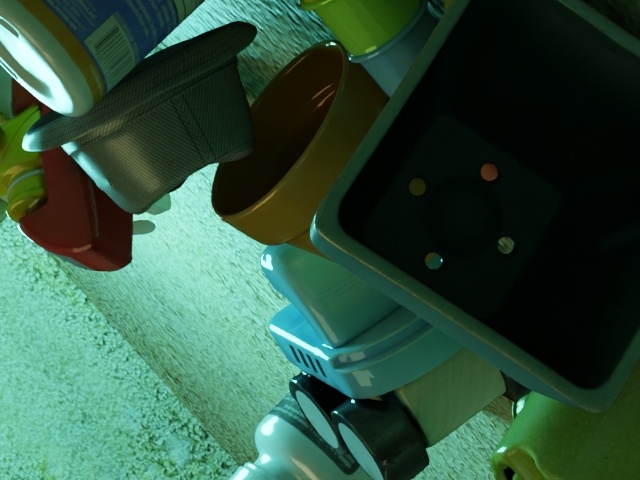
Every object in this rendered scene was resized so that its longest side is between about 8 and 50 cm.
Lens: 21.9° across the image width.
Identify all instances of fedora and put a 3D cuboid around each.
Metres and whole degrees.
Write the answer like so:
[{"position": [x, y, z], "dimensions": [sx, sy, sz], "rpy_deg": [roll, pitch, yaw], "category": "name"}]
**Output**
[{"position": [-0.151, -0.106, 1.574], "dimensions": [0.124, 0.244, 0.275], "rpy_deg": [62, 157, -10], "category": "fedora"}]

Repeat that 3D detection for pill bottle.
[{"position": [0.031, 0.244, 2.089], "dimensions": [0.176, 0.318, 0.176], "rpy_deg": [40, 162, 16], "category": "pill bottle"}, {"position": [-0.167, -0.249, 1.440], "dimensions": [0.152, 0.272, 0.152], "rpy_deg": [39, 163, 14], "category": "pill bottle"}]

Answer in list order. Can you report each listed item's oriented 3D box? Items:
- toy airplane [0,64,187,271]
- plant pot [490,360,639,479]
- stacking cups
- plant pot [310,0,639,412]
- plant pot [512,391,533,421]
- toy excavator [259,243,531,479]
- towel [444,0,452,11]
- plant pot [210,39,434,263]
[{"position": [-0.338, -0.131, 1.867], "dimensions": [0.386, 0.272, 0.384], "rpy_deg": [46, -167, -7], "category": "toy airplane"}, {"position": [0.287, 0.150, 1.380], "dimensions": [0.276, 0.254, 0.276], "rpy_deg": [40, 162, 15], "category": "plant pot"}, {"position": [0.069, -0.158, 1.426], "dimensions": [0.316, 0.096, 0.096], "rpy_deg": [51, 162, -24], "category": "stacking cups"}, {"position": [0.138, -0.030, 1.276], "dimensions": [0.248, 0.247, 0.252], "rpy_deg": [33, 169, -4], "category": "plant pot"}, {"position": [0.267, 0.185, 1.837], "dimensions": [0.083, 0.083, 0.079], "rpy_deg": [44, 152, -1], "category": "plant pot"}, {"position": [0.000, 0.000, 1.826], "dimensions": [0.445, 0.222, 0.433], "rpy_deg": [61, 166, -17], "category": "toy excavator"}, {"position": [0.119, -0.228, 1.266], "dimensions": [0.102, 0.021, 0.237], "rpy_deg": [35, 161, 30], "category": "towel"}, {"position": [0.029, -0.059, 1.615], "dimensions": [0.188, 0.205, 0.205], "rpy_deg": [34, 168, -23], "category": "plant pot"}]
